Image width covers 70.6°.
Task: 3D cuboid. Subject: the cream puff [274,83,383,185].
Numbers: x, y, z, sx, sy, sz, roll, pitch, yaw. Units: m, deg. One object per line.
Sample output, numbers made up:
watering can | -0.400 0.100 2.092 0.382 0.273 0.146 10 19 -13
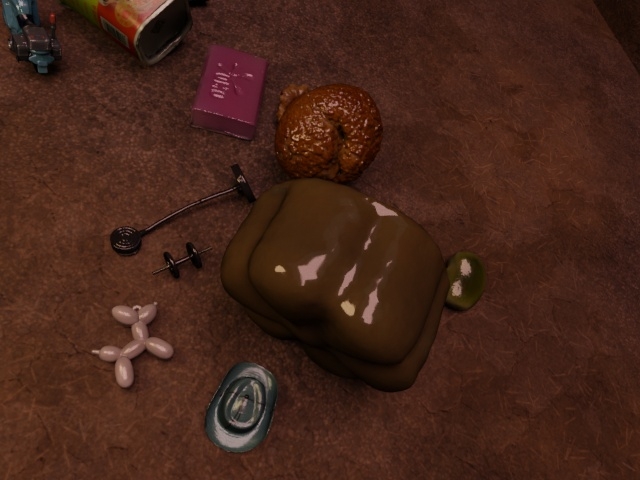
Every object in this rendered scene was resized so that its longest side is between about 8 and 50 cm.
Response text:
cream puff | 0.030 -0.254 1.185 0.303 0.303 0.212 -11 57 -22

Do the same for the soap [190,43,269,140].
soap | -0.257 -0.425 1.296 0.181 0.081 0.259 13 62 -12

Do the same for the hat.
hat | -0.162 0.346 0.958 0.138 0.078 0.190 21 61 -5

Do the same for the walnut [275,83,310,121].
walnut | -0.063 -0.387 1.348 0.143 0.069 0.170 28 62 -5

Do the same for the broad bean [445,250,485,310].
broad bean | 0.397 0.110 1.258 0.125 0.082 0.174 21 71 -7

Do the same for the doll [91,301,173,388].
doll | -0.394 0.209 0.961 0.161 0.059 0.160 -37 82 -28

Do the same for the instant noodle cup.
instant noodle cup | -0.534 -0.666 1.225 0.308 0.294 0.294 43 60 -4

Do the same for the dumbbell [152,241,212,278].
dumbbell | -0.321 0.046 1.055 0.147 0.069 0.069 -27 76 -27

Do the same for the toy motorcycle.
toy motorcycle | -0.750 -0.564 1.149 0.124 0.182 0.272 -20 74 -39

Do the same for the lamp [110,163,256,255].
lamp | -0.328 -0.090 1.096 0.372 0.108 0.130 -20 69 -25

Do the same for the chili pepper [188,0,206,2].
chili pepper | -0.447 -0.772 1.414 0.224 0.061 0.098 -30 71 -26

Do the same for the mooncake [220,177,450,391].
mooncake | 0.024 0.101 0.934 0.467 0.467 0.262 30 67 -2
